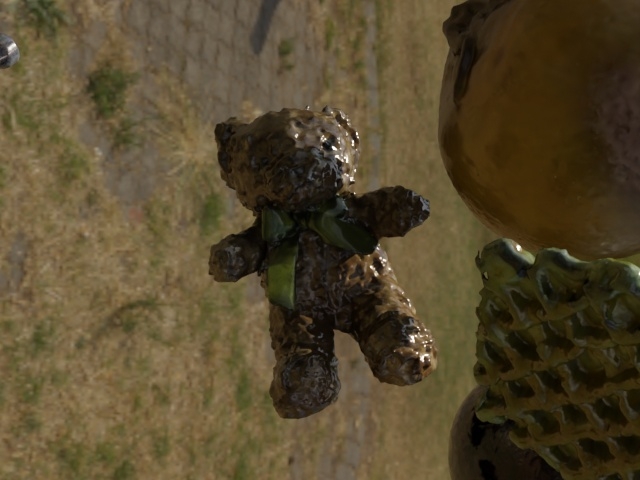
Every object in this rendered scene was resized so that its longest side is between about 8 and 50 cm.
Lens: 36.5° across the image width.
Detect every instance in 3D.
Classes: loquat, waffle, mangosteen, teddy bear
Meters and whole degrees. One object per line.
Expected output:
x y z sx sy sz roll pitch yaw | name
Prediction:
0.283 -0.130 0.906 0.328 0.359 0.328 -61 -172 14 | loquat
0.200 0.099 0.670 0.054 0.204 0.223 -38 139 -32 | waffle
0.250 0.200 0.988 0.228 0.228 0.265 2 107 -65 | mangosteen
0.001 0.004 1.019 0.296 0.246 0.222 -105 177 -55 | teddy bear

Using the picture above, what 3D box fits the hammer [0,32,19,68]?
-0.415 -0.109 0.942 0.037 0.290 0.137 55 43 -20 | hammer
